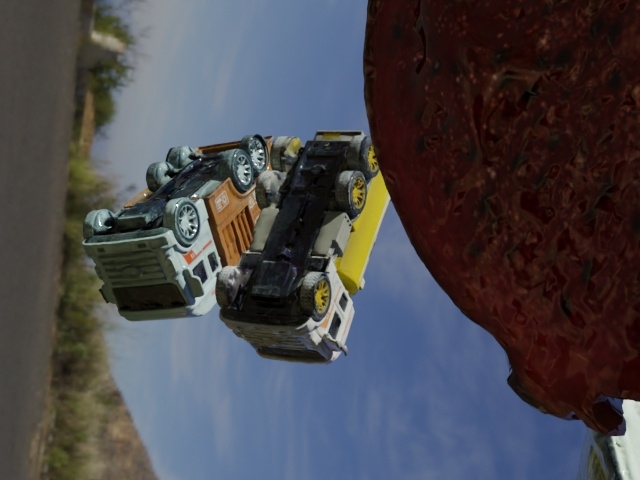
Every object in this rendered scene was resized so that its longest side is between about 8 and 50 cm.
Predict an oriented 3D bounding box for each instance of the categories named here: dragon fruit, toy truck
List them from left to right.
[{"bbox_3d":[-0.152,-0.013,1.179,0.305,0.136,0.162,-52,131,-56],"label":"toy truck"},{"bbox_3d":[0.000,0.000,0.829,0.114,0.098,0.227,61,41,-47],"label":"toy truck"},{"bbox_3d":[0.207,-0.105,0.448,0.371,0.249,0.386,27,-72,50],"label":"dragon fruit"}]

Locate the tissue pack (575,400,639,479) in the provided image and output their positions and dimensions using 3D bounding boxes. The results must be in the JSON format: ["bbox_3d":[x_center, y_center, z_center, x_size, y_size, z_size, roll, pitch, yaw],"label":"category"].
[{"bbox_3d":[0.249,0.276,0.764,0.185,0.081,0.257,-79,172,-60],"label":"tissue pack"}]
